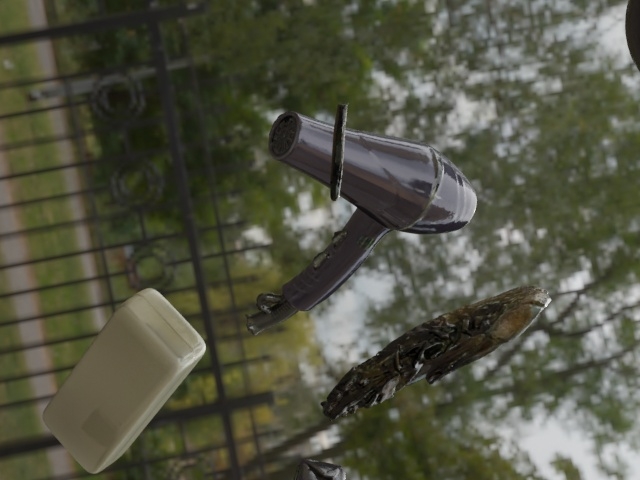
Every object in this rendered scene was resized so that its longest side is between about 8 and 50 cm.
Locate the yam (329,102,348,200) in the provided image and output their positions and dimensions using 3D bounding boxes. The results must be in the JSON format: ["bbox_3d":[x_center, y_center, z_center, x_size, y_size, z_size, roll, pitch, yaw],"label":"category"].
[{"bbox_3d":[0.019,-0.095,1.349,0.014,0.014,0.107,129,-33,-82],"label":"yam"}]

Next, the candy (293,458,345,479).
[{"bbox_3d":[-0.026,0.370,1.291,0.088,0.061,0.312,-85,-176,-63],"label":"candy"}]

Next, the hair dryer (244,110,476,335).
[{"bbox_3d":[0.000,0.000,1.650,0.361,0.301,0.121,-51,-140,26],"label":"hair dryer"}]

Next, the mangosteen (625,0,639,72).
[{"bbox_3d":[0.593,-0.334,1.907,0.313,0.297,0.297,-133,-148,-66],"label":"mangosteen"}]

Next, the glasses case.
[{"bbox_3d":[-0.293,0.211,1.866,0.131,0.070,0.313,46,-53,8],"label":"glasses case"}]

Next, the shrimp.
[{"bbox_3d":[0.169,0.161,1.815,0.071,0.365,0.233,63,-11,-5],"label":"shrimp"}]
